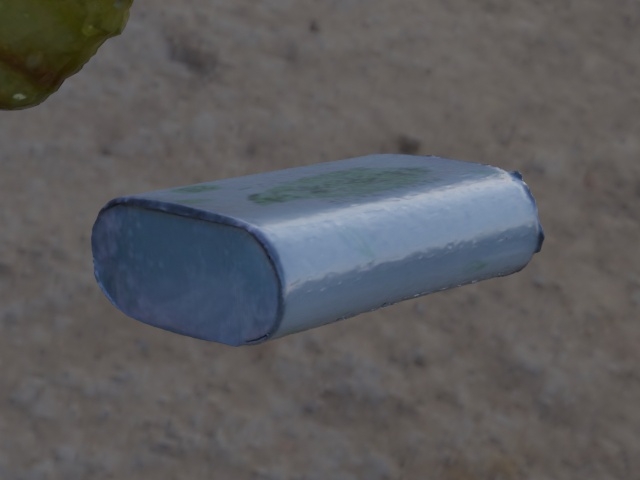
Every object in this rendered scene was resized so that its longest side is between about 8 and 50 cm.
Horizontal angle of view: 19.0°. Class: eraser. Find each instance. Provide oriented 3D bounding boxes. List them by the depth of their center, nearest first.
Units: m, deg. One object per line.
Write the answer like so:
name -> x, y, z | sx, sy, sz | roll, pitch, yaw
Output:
eraser -> 0.000, 0.000, 1.182 | 0.227, 0.081, 0.174 | -11, 14, -44

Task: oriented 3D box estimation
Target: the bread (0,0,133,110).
bread -> -0.156, -0.167, 0.630 | 0.234, 0.110, 0.184 | 36, 34, -25
